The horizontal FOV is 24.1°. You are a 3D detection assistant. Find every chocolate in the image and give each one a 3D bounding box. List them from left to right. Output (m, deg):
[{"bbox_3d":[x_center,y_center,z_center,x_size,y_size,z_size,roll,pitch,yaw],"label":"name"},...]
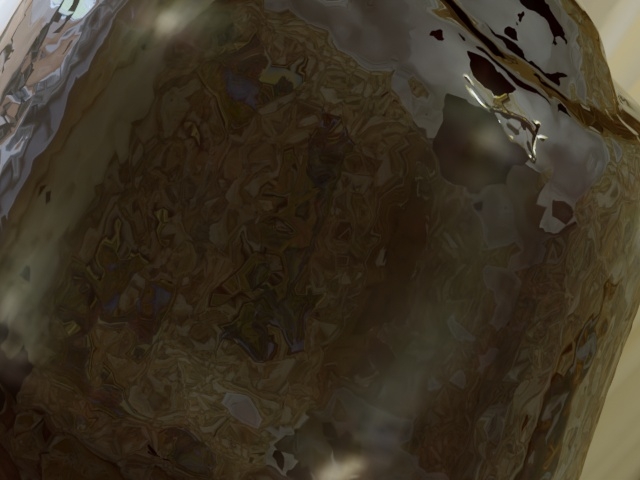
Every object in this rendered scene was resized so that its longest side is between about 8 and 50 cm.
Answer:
[{"bbox_3d":[0.000,0.000,0.717,0.384,0.331,0.383,32,3,-2],"label":"chocolate"}]
